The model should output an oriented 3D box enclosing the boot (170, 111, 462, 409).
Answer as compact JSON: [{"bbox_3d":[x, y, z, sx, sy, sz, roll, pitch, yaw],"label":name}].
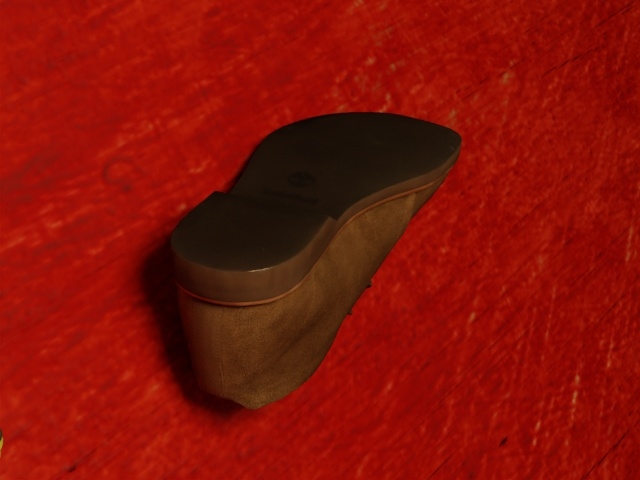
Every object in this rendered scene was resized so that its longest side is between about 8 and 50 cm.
[{"bbox_3d":[0.000,0.000,0.936,0.305,0.112,0.115,-40,138,-51],"label":"boot"}]

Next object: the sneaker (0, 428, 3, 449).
[{"bbox_3d":[-0.240,-0.045,0.577,0.147,0.145,0.385,-20,108,-29],"label":"sneaker"}]
